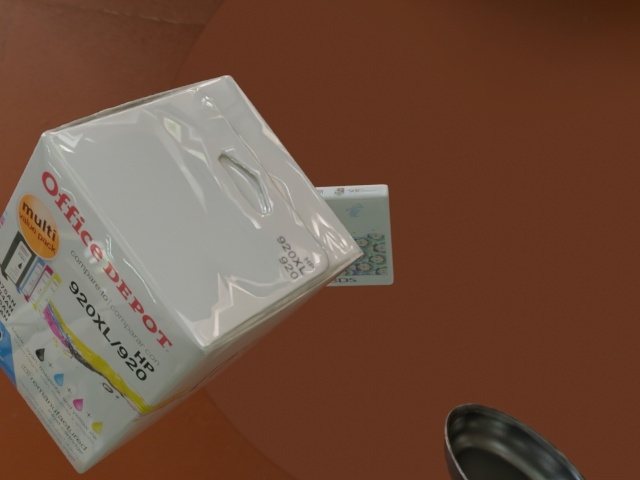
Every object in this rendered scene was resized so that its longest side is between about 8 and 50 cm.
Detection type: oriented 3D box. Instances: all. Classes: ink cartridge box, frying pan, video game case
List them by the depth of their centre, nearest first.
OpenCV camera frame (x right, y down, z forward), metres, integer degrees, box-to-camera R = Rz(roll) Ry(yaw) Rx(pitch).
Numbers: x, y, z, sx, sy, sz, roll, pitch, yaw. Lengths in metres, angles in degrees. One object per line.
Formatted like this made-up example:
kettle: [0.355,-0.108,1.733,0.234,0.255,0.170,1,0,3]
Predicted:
ink cartridge box: [-0.125,0.027,0.598,0.171,0.168,0.232,52,134,6]
video game case: [0.000,0.000,0.816,0.143,0.157,0.019,-2,55,6]
frying pan: [0.246,0.251,0.856,0.197,0.326,0.053,50,117,36]
